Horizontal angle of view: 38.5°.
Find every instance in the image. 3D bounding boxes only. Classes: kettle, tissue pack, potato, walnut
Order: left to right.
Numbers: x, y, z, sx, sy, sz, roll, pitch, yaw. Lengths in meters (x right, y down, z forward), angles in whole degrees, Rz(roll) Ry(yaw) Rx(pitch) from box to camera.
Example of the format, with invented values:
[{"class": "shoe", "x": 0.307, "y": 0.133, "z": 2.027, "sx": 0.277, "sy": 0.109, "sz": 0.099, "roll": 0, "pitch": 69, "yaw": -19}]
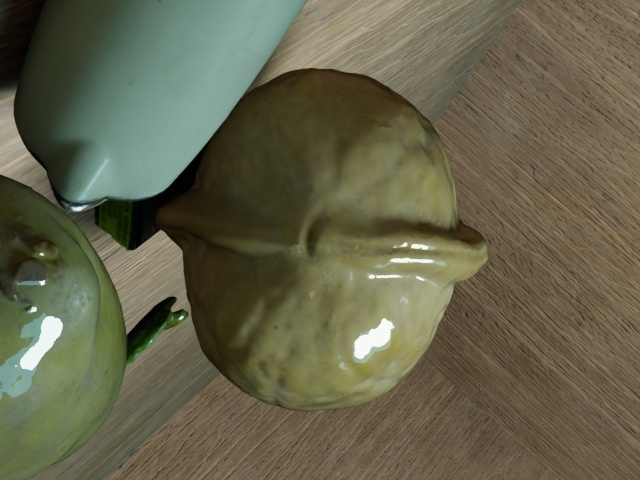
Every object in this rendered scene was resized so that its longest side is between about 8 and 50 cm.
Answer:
[{"class": "potato", "x": -0.275, "y": 0.071, "z": 0.689, "sx": 0.326, "sy": 0.243, "sz": 0.221, "roll": 96, "pitch": 10, "yaw": -64}, {"class": "kettle", "x": -0.117, "y": -0.172, "z": 0.702, "sx": 0.255, "sy": 0.165, "sz": 0.240, "roll": -53, "pitch": -161, "yaw": 36}, {"class": "tissue pack", "x": -0.165, "y": -0.105, "z": 0.994, "sx": 0.173, "sy": 0.073, "sz": 0.235, "roll": -46, "pitch": 172, "yaw": -27}, {"class": "walnut", "x": 0.000, "y": 0.000, "z": 0.981, "sx": 0.381, "sy": 0.381, "sz": 0.381, "roll": -46, "pitch": 172, "yaw": -9}]

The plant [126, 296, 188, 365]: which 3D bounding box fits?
[{"class": "plant", "x": -0.298, "y": 0.131, "z": 0.924, "sx": 0.251, "sy": 0.180, "sz": 0.333, "roll": -52, "pitch": -175, "yaw": -24}]
